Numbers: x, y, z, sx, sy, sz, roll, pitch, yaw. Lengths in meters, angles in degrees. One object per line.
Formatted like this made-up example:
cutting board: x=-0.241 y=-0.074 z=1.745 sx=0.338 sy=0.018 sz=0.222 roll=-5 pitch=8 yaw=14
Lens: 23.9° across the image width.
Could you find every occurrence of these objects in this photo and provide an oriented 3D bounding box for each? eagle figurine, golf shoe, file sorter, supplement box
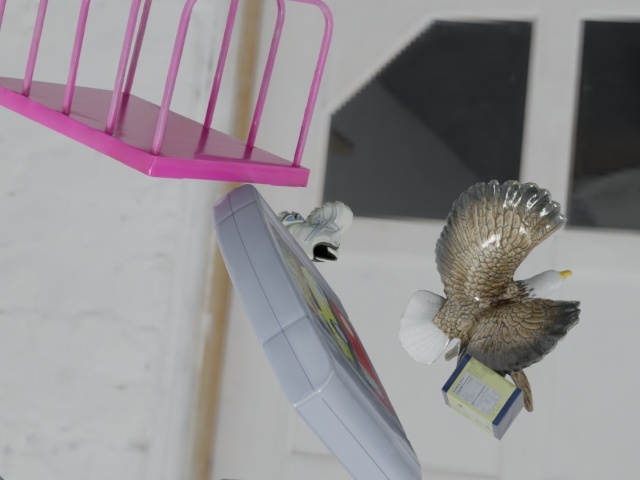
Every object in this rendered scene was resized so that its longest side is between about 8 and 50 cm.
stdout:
eagle figurine: x=0.237 y=0.075 z=1.989 sx=0.226 sy=0.225 sz=0.298 roll=33 pitch=166 yaw=14
golf shoe: x=0.000 y=0.000 z=2.034 sx=0.086 sy=0.069 sz=0.176 roll=46 pitch=-147 yaw=19
file sorter: x=-0.159 y=-0.183 z=1.453 sx=0.291 sy=0.182 sz=0.202 roll=25 pitch=-164 yaw=40
supplement box: x=0.200 y=0.193 z=1.858 sx=0.083 sy=0.056 sz=0.083 roll=33 pitch=168 yaw=18

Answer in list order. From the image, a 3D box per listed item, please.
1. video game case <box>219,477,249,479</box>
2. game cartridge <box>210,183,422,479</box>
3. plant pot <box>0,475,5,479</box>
video game case: x=-0.075 y=0.300 z=1.574 sx=0.157 sy=0.019 sz=0.143 roll=-1 pitch=-153 yaw=32
game cartridge: x=-0.012 y=0.079 z=1.322 sx=0.060 sy=0.294 sz=0.196 roll=-36 pitch=128 yaw=7
plant pot: x=-0.471 y=0.352 z=1.583 sx=0.341 sy=0.341 sz=0.334 roll=11 pitch=161 yaw=-30
